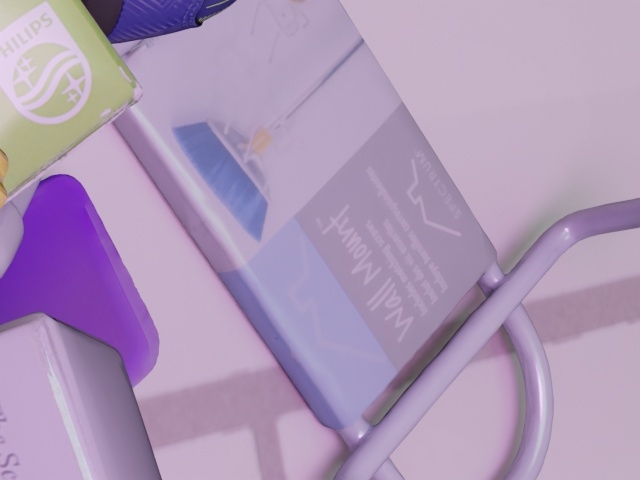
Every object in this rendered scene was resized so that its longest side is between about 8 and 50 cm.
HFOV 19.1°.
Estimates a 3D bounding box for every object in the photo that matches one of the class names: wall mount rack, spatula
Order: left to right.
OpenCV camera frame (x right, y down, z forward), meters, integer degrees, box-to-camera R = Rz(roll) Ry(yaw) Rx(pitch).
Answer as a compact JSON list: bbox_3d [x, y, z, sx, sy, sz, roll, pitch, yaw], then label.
[{"bbox_3d":[-0.150,-0.052,0.641,0.084,0.030,0.296,-43,112,-30],"label":"spatula"},{"bbox_3d":[0.000,0.000,0.698,0.304,0.130,0.350,-47,113,-33],"label":"wall mount rack"}]

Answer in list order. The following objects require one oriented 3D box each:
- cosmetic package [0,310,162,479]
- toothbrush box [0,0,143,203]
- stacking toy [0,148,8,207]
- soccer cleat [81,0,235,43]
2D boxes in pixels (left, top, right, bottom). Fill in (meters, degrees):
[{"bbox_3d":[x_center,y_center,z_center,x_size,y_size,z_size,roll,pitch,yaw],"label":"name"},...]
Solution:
[{"bbox_3d":[-0.126,0.162,0.469,0.225,0.138,0.224,-19,83,0],"label":"cosmetic package"},{"bbox_3d":[-0.196,-0.120,0.477,0.122,0.206,0.283,-40,110,-14],"label":"toothbrush box"},{"bbox_3d":[-0.176,0.019,0.322,0.221,0.052,0.167,-43,150,-2],"label":"stacking toy"},{"bbox_3d":[-0.101,-0.188,0.616,0.121,0.093,0.289,-19,71,-32],"label":"soccer cleat"}]
